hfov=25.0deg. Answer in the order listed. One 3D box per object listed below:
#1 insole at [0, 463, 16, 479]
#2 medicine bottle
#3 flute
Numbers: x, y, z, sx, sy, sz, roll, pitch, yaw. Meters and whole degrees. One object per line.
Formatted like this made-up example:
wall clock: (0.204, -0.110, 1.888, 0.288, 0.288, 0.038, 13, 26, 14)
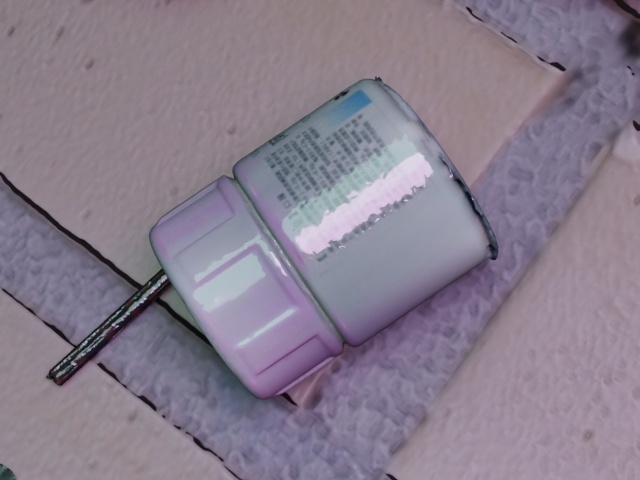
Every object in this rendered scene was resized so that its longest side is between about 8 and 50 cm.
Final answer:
insole: (-0.252, 0.137, 0.922, 0.135, 0.002, 0.045, 22, 80, 16)
medicine bottle: (0.000, 0.000, 0.850, 0.168, 0.135, 0.135, -35, 71, -2)
flute: (-0.073, -0.001, 0.926, 0.269, 0.014, 0.014, -43, 71, -4)
